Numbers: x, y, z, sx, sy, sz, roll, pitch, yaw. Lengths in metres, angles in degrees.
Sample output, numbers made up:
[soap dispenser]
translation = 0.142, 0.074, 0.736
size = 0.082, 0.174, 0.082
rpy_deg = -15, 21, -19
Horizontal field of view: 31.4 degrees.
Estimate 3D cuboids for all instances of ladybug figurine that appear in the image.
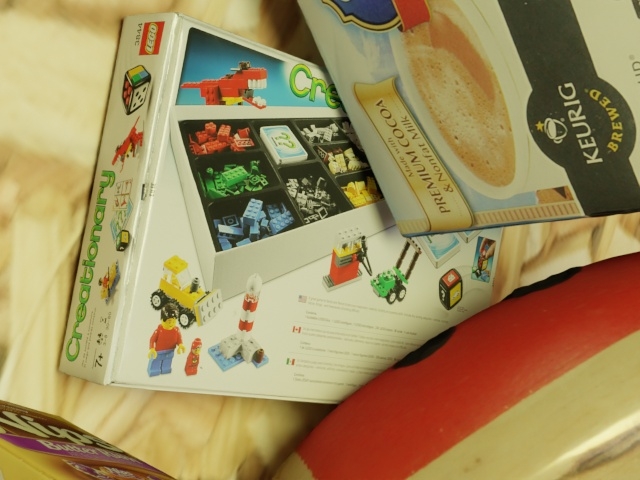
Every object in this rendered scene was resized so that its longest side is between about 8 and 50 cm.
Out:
[ladybug figurine]
translation = 0.139, 0.138, 0.683
size = 0.449, 0.162, 0.305
rpy_deg = -27, 145, -8

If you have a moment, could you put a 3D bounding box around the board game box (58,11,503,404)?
[board game box]
translation = 0.000, 0.000, 0.687
size = 0.305, 0.053, 0.193
rpy_deg = 13, 86, -45

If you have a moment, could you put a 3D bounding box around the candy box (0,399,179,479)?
[candy box]
translation = -0.118, 0.112, 0.494
size = 0.109, 0.187, 0.053
rpy_deg = 27, 80, -44

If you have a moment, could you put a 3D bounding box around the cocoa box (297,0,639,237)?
[cocoa box]
translation = 0.118, -0.209, 0.611
size = 0.231, 0.228, 0.347
rpy_deg = -42, 114, -41
